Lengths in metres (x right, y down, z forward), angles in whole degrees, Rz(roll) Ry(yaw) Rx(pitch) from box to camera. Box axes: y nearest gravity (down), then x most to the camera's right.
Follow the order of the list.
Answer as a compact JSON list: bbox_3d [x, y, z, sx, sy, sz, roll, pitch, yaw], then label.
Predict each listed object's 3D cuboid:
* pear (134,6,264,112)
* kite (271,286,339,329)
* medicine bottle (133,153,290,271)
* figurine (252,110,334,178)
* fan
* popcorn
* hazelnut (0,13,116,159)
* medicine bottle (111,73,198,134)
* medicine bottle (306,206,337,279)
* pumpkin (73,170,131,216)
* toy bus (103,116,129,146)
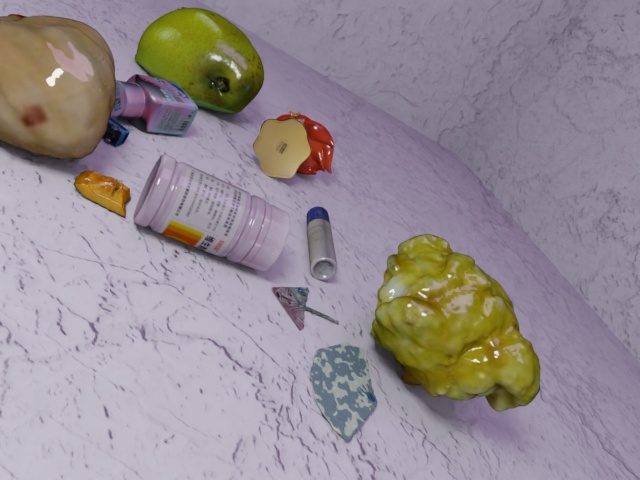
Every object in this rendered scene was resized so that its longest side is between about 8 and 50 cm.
[{"bbox_3d":[-0.297,-0.502,1.489,0.342,0.238,0.318,4,31,-49],"label":"pear"},{"bbox_3d":[-0.028,0.129,0.987,0.152,0.005,0.137,31,27,-11],"label":"kite"},{"bbox_3d":[-0.190,-0.044,0.935,0.250,0.133,0.133,23,27,-26],"label":"medicine bottle"},{"bbox_3d":[-0.066,-0.267,1.467,0.208,0.181,0.257,-2,19,13],"label":"figurine"},{"bbox_3d":[0.041,0.239,0.879,0.131,0.009,0.240,34,25,-4],"label":"fan"},{"bbox_3d":[0.249,0.146,0.986,0.292,0.293,0.334,8,21,10],"label":"popcorn"},{"bbox_3d":[-0.456,-0.248,0.881,0.261,0.241,0.261,4,42,-4],"label":"hazelnut"},{"bbox_3d":[-0.390,-0.311,1.190,0.119,0.094,0.188,47,26,19],"label":"medicine bottle"},{"bbox_3d":[0.000,0.000,1.188,0.059,0.059,0.231,27,26,-19],"label":"medicine bottle"},{"bbox_3d":[-0.369,-0.088,0.898,0.101,0.035,0.073,30,28,-19],"label":"pumpkin"},{"bbox_3d":[-0.433,-0.231,1.059,0.083,0.038,0.046,37,20,-2],"label":"toy bus"}]
